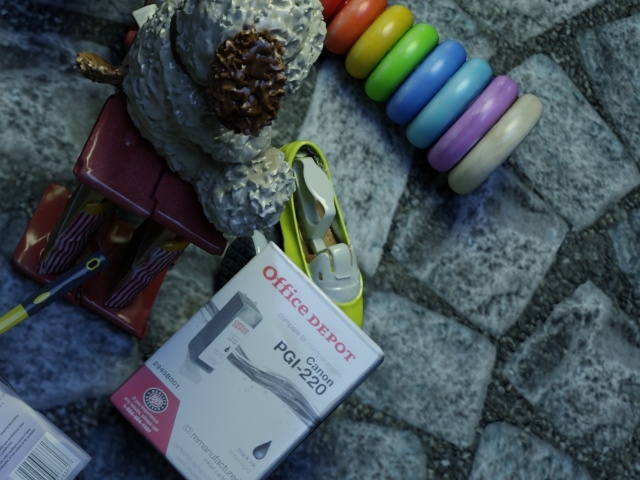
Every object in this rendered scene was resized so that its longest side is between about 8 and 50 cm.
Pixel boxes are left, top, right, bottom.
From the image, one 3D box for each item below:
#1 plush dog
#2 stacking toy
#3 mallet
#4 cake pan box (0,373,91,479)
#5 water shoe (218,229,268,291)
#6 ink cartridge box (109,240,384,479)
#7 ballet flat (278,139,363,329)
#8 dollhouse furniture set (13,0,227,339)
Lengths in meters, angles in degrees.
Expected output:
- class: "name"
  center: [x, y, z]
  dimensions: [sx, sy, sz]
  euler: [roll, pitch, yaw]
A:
- class: "plush dog"
  center: [-0.080, -0.168, 1.298]
  dimensions: [0.211, 0.225, 0.262]
  euler: [23, 56, -18]
- class: "stacking toy"
  center: [0.089, -0.208, 1.698]
  dimensions: [0.330, 0.141, 0.141]
  euler: [43, 57, -1]
- class: "mallet"
  center: [-0.266, 0.075, 1.353]
  dimensions: [0.190, 0.039, 0.062]
  euler: [-28, 85, -18]
- class: "cake pan box"
  center: [-0.370, 0.206, 1.329]
  dimensions: [0.246, 0.070, 0.267]
  euler: [41, 58, -7]
- class: "water shoe"
  center: [-0.050, 0.089, 1.549]
  dimensions: [0.080, 0.073, 0.203]
  euler: [2, 75, -45]
- class: "ink cartridge box"
  center: [-0.069, 0.132, 1.443]
  dimensions: [0.158, 0.092, 0.218]
  euler: [45, 79, 5]
- class: "ballet flat"
  center: [0.000, 0.000, 1.595]
  dimensions: [0.077, 0.077, 0.231]
  euler: [-8, 74, -30]
- class: "dollhouse furniture set"
  center: [-0.146, -0.119, 1.506]
  dimensions: [0.152, 0.201, 0.374]
  euler: [29, 54, -14]
